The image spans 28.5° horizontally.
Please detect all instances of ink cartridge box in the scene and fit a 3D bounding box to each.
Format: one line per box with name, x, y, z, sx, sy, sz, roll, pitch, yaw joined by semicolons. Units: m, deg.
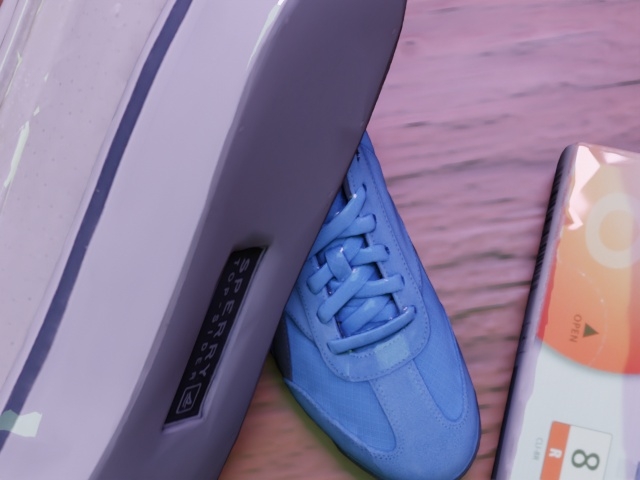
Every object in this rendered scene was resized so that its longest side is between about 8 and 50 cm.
ink cartridge box;0.166;0.052;0.482;0.179;0.045;0.145;12;82;6

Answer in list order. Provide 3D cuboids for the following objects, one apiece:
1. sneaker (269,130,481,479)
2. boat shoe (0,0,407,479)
sneaker;0.000;0.000;0.477;0.069;0.082;0.209;-24;82;-4
boat shoe;-0.116;0.033;0.431;0.156;0.136;0.367;30;106;21
